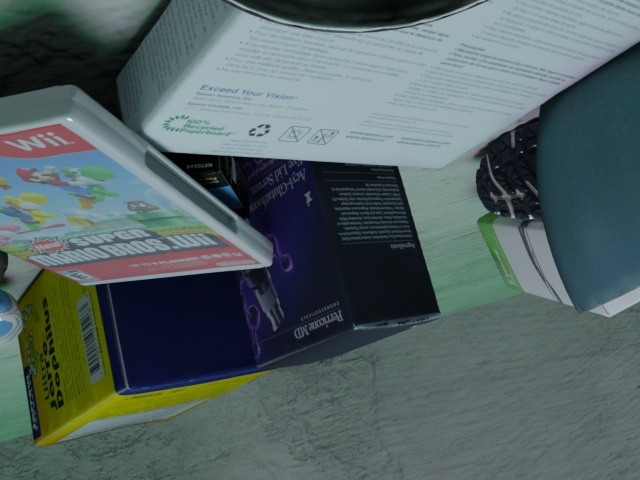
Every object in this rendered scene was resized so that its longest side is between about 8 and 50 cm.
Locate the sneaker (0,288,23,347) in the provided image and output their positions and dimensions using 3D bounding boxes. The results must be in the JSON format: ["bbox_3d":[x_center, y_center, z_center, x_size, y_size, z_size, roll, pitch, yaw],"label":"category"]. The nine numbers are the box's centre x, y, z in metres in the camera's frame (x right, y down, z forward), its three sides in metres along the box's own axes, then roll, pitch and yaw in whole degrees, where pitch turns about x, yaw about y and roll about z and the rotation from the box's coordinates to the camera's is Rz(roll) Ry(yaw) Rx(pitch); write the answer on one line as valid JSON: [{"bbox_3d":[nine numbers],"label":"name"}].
[{"bbox_3d":[-0.471,0.094,0.863,0.237,0.085,0.086,-8,138,-11],"label":"sneaker"}]

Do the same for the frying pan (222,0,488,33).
[{"bbox_3d":[0.054,-0.181,0.222,0.197,0.053,0.326,8,150,-27],"label":"frying pan"}]

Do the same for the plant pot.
[{"bbox_3d":[0.304,-0.091,0.645,0.290,0.195,0.290,-26,168,-6],"label":"plant pot"}]

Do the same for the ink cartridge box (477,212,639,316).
[{"bbox_3d":[0.345,-0.016,0.926,0.198,0.115,0.273,-27,-172,-6],"label":"ink cartridge box"}]

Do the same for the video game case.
[{"bbox_3d":[-0.183,-0.022,0.570,0.204,0.025,0.285,-6,159,19],"label":"video game case"}]

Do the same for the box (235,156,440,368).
[{"bbox_3d":[0.000,0.000,0.700,0.108,0.207,0.153,-2,160,-40],"label":"box"}]

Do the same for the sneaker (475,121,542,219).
[{"bbox_3d":[0.317,-0.098,0.856,0.283,0.110,0.122,-24,166,31],"label":"sneaker"}]

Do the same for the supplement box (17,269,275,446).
[{"bbox_3d":[-0.225,0.113,0.919,0.194,0.195,0.356,-3,160,-37],"label":"supplement box"}]

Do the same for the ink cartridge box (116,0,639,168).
[{"bbox_3d":[0.080,-0.153,0.499,0.324,0.071,0.330,-1,156,-41],"label":"ink cartridge box"}]

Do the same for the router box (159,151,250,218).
[{"bbox_3d":[-0.157,-0.048,0.629,0.179,0.046,0.133,-4,166,4],"label":"router box"}]

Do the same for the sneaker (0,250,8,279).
[{"bbox_3d":[-0.411,0.075,0.659,0.281,0.163,0.106,2,158,-47],"label":"sneaker"}]
